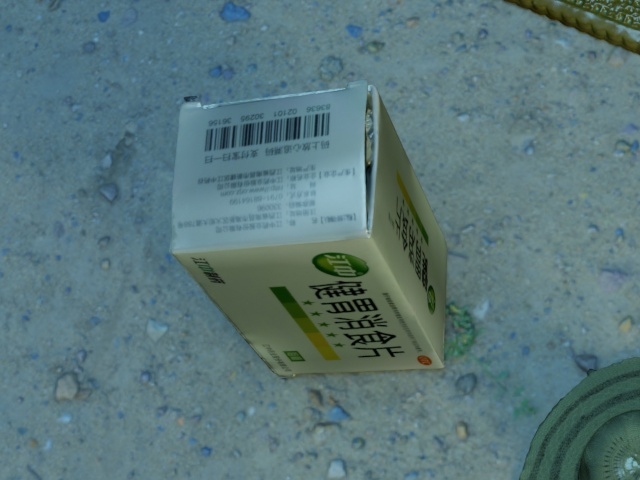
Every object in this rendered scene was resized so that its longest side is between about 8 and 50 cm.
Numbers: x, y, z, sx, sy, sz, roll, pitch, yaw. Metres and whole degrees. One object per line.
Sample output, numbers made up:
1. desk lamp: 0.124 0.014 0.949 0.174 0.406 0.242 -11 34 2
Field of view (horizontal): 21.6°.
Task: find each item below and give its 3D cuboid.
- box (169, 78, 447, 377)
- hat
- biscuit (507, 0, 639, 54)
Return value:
1. box: -0.001 -0.001 1.478 0.173 0.333 0.145 -5 65 14
2. hat: 0.284 0.203 1.442 0.252 0.110 0.252 -5 68 14
3. biscuit: 0.265 -0.301 1.695 0.254 0.029 0.172 26 78 24
